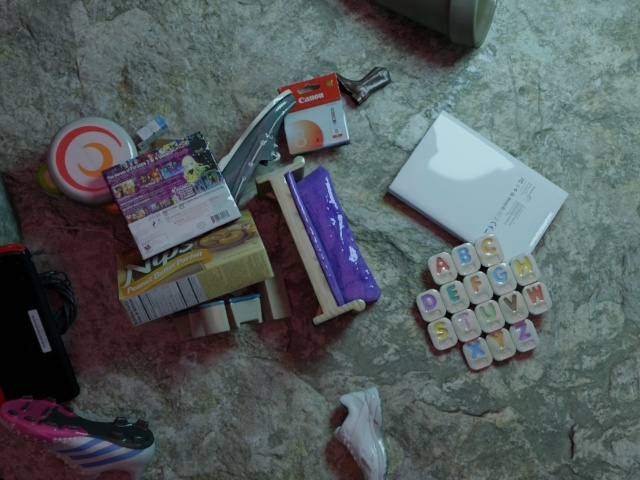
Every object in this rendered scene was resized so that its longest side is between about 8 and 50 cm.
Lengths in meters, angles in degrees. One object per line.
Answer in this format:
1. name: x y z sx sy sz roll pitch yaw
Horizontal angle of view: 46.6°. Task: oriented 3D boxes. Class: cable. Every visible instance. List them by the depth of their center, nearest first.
1. cable: -0.637 0.152 1.651 0.185 0.047 0.150 -16 87 -7

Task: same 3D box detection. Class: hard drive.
1. hard drive: 0.366 -0.112 1.731 0.353 0.047 0.233 34 81 3

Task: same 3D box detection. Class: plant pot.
1. plant pot: 0.263 -0.625 1.707 0.281 0.323 0.323 14 80 17

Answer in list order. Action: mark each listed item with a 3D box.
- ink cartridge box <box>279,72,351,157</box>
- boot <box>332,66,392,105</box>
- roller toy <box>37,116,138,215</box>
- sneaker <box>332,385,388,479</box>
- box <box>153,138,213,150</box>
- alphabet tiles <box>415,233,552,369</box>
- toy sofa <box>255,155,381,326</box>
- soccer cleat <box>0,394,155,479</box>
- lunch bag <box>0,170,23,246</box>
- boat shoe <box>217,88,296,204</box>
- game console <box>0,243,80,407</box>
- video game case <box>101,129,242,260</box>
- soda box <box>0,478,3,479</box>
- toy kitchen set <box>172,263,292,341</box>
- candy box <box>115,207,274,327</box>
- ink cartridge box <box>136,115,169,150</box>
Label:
1. ink cartridge box: -0.016 -0.295 1.732 0.146 0.045 0.179 -13 84 9
2. boot: 0.101 -0.390 1.773 0.114 0.037 0.106 -41 84 -11
3. roller toy: -0.499 -0.169 1.655 0.210 0.146 0.191 19 82 -9
4. sneaker: 0.085 0.440 1.616 0.115 0.090 0.232 -6 72 3
5. box: -0.333 -0.132 1.678 0.165 0.021 0.201 7 79 32
6. alphabet tiles: 0.368 0.139 1.677 0.284 0.021 0.277 -21 88 3
7. toy sofa: 0.000 0.000 1.645 0.177 0.150 0.362 -22 82 -5
8. soccer cleat: -0.518 0.430 1.559 0.332 0.116 0.143 15 106 -5
9. lunch bag: -0.767 -0.089 1.584 0.169 0.235 0.286 -12 81 -1
10. boat shoe: -0.145 -0.200 1.696 0.099 0.116 0.319 38 86 -3
11. game console: -0.718 0.209 1.534 0.342 0.060 0.386 -14 117 -8
12. video game case: -0.317 -0.097 1.591 0.232 0.042 0.210 -26 90 -14
13. soda box: -0.739 0.578 1.567 0.060 0.053 0.168 21 80 1
14. toy kitchen set: -0.204 0.139 1.658 0.207 0.166 0.122 -8 83 -40
15. candy box: -0.276 0.053 1.606 0.317 0.183 0.087 -20 123 -5
16. ink cartridge box: -0.395 -0.248 1.721 0.083 0.048 0.028 -39 84 -8
